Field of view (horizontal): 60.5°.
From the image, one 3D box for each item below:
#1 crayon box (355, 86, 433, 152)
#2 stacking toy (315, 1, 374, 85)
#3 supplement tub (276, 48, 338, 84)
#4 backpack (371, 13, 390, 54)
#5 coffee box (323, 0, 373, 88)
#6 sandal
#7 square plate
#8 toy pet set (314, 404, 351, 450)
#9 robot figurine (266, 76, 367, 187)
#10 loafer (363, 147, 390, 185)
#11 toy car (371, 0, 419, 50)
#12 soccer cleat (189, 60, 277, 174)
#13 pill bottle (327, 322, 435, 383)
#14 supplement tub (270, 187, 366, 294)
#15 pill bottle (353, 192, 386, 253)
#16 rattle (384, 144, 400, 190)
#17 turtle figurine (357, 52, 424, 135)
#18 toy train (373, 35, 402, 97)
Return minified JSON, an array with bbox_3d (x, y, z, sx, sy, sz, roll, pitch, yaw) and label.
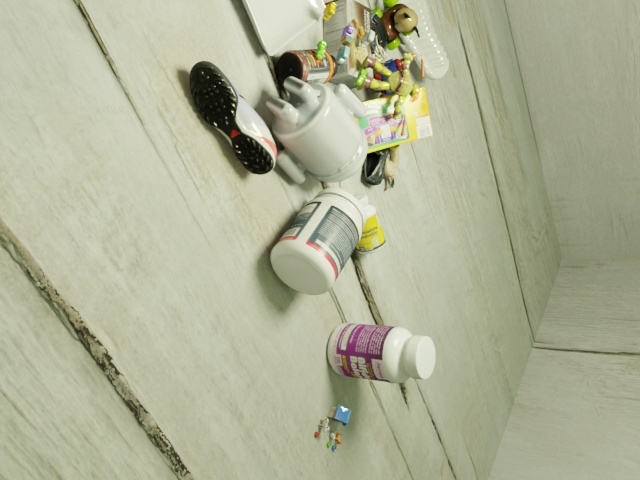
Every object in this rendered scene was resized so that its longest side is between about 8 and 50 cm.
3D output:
[{"bbox_3d":[0.222,-0.396,1.822,0.279,0.081,0.165,-17,105,-13],"label":"crayon box"},{"bbox_3d":[0.069,-0.577,1.622,0.167,0.052,0.221,25,62,-27],"label":"stacking toy"},{"bbox_3d":[-0.031,-0.504,1.601,0.198,0.106,0.105,-28,110,-50],"label":"supplement tub"},{"bbox_3d":[0.174,-0.711,1.892,0.114,0.084,0.105,55,47,-42],"label":"backpack"},{"bbox_3d":[0.090,-0.631,1.768,0.141,0.098,0.246,-1,89,-52],"label":"coffee box"},{"bbox_3d":[0.350,-0.804,2.113,0.169,0.102,0.416,-34,106,-22],"label":"sandal"},{"bbox_3d":[-0.137,-0.733,1.521,0.344,0.049,0.347,-52,127,-39],"label":"square plate"},{"bbox_3d":[0.055,0.573,1.680,0.122,0.065,0.114,50,51,-39],"label":"toy pet set"},{"bbox_3d":[0.003,-0.300,1.552,0.300,0.200,0.353,-45,132,2],"label":"robot figurine"},{"bbox_3d":[0.193,-0.302,1.901,0.078,0.076,0.223,25,72,-57],"label":"loafer"},{"bbox_3d":[0.281,-0.758,1.924,0.149,0.188,0.155,-42,124,3],"label":"toy car"},{"bbox_3d":[-0.212,-0.313,1.374,0.318,0.109,0.116,55,26,-31],"label":"soccer cleat"},{"bbox_3d":[0.186,0.343,1.669,0.169,0.302,0.169,4,84,-52],"label":"pill bottle"},{"bbox_3d":[0.000,0.000,1.539,0.272,0.191,0.191,-56,130,-37],"label":"supplement tub"},{"bbox_3d":[0.143,-0.056,1.799,0.103,0.103,0.184,-43,120,-45],"label":"pill bottle"},{"bbox_3d":[0.287,-0.287,1.978,0.130,0.143,0.199,16,68,-70],"label":"rattle"},{"bbox_3d":[0.227,-0.480,1.719,0.218,0.087,0.269,13,93,-17],"label":"turtle figurine"},{"bbox_3d":[0.205,-0.594,1.871,0.105,0.143,0.248,-29,124,-4],"label":"toy train"}]
